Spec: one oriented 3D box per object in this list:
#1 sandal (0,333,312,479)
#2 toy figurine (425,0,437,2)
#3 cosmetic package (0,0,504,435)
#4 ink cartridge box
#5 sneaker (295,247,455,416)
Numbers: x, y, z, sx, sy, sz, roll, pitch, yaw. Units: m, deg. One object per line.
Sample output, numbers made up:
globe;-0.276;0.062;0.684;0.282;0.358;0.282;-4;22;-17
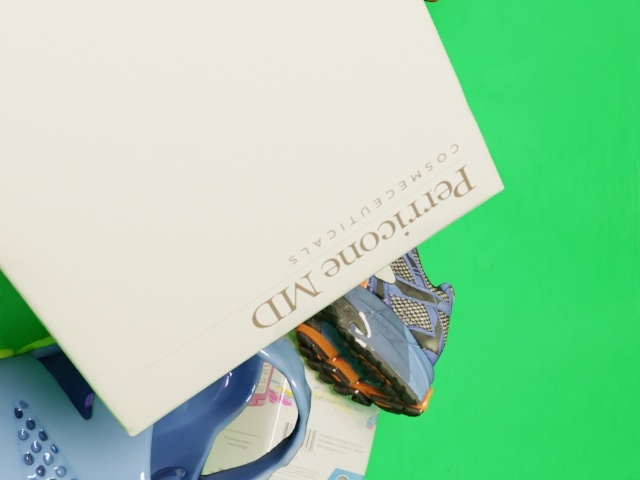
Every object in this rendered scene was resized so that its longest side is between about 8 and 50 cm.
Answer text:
sandal;-0.123;0.104;0.712;0.317;0.138;0.126;-34;119;-37
toy figurine;-0.013;-0.168;0.802;0.213;0.148;0.210;41;71;-43
cosmetic package;-0.097;-0.128;0.553;0.197;0.155;0.365;-35;128;-5
ink cartridge box;-0.010;0.094;0.887;0.088;0.052;0.122;24;77;-45
sneaker;0.000;0.000;0.814;0.221;0.083;0.087;53;55;-34
